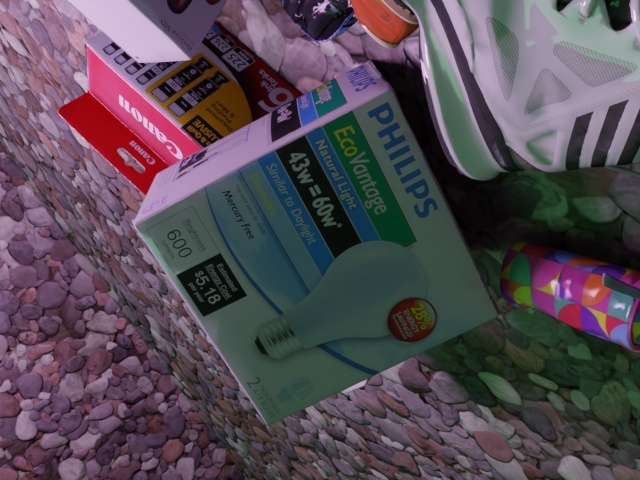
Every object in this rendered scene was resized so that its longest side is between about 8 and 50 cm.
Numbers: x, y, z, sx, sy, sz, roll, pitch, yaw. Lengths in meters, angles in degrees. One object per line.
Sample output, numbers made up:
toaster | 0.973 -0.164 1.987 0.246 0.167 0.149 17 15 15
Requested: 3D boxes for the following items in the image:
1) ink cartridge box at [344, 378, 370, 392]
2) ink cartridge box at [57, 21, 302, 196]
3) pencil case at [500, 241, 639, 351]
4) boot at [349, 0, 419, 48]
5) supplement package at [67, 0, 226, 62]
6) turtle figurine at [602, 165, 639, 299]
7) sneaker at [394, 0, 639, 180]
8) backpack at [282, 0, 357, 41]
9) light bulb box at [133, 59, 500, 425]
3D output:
ink cartridge box | 0.129 0.173 1.316 0.056 0.181 0.224 48 149 -3
ink cartridge box | -0.228 -0.218 1.213 0.309 0.272 0.130 41 150 9
pencil case | 0.339 0.069 0.964 0.236 0.104 0.104 21 143 60
boot | 0.043 -0.274 0.793 0.158 0.059 0.084 46 155 0
supplement package | -0.235 -0.388 1.030 0.149 0.203 0.194 12 160 46
turtle figurine | 0.391 0.017 0.787 0.266 0.274 0.198 64 -179 -34
sneaker | 0.181 -0.241 0.588 0.257 0.169 0.448 2 136 40
backpack | 0.013 -0.322 0.967 0.105 0.084 0.114 48 145 -1
light bulb box | 0.000 0.000 1.042 0.358 0.361 0.225 60 -173 -22
